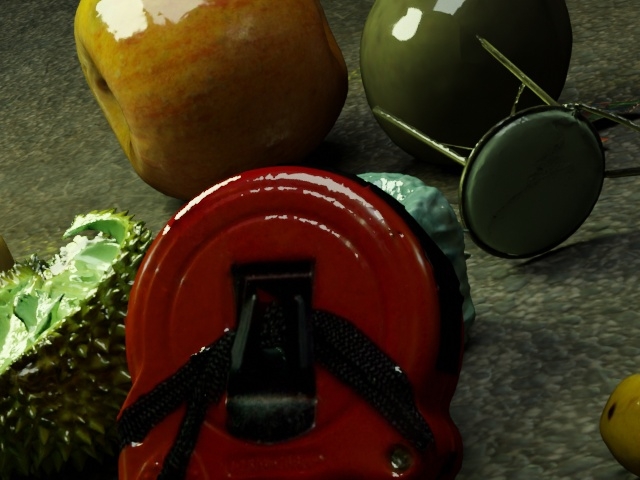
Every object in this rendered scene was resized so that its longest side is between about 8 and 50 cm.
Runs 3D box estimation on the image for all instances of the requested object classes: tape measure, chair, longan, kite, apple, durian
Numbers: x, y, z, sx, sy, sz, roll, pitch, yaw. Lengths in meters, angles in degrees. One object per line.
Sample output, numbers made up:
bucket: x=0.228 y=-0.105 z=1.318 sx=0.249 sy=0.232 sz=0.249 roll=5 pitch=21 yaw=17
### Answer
tape measure: x=-0.026 y=0.075 z=1.143 sx=0.253 sy=0.260 sz=0.114 roll=-6 pitch=-9 yaw=18
chair: x=0.195 y=-0.058 z=1.424 sx=0.170 sy=0.159 sz=0.326 roll=-34 pitch=34 yaw=-8
longan: x=0.149 y=-0.192 z=1.666 sx=0.215 sy=0.246 sz=0.246 roll=26 pitch=27 yaw=-2
kite: x=0.261 y=-0.118 z=1.716 sx=0.190 sy=0.010 sz=0.159 roll=-23 pitch=19 yaw=-5
apple: x=-0.110 y=-0.192 z=1.760 sx=0.275 sy=0.299 sz=0.299 roll=-22 pitch=23 yaw=-8
durian: x=-0.213 y=0.088 z=1.307 sx=0.200 sy=0.176 sz=0.237 roll=29 pitch=58 yaw=37

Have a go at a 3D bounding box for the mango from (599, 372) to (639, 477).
mango: x=0.259 y=0.118 z=1.050 sx=0.178 sy=0.090 sz=0.115 roll=-4 pitch=12 yaw=33

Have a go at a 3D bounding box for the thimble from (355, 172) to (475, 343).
thimble: x=0.012 y=0.042 z=1.322 sx=0.235 sy=0.143 sz=0.198 roll=-16 pitch=23 yaw=0

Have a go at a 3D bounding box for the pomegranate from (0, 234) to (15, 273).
pomegranate: x=-0.373 y=0.056 z=1.446 sx=0.233 sy=0.233 sz=0.233 roll=-13 pitch=22 yaw=5
